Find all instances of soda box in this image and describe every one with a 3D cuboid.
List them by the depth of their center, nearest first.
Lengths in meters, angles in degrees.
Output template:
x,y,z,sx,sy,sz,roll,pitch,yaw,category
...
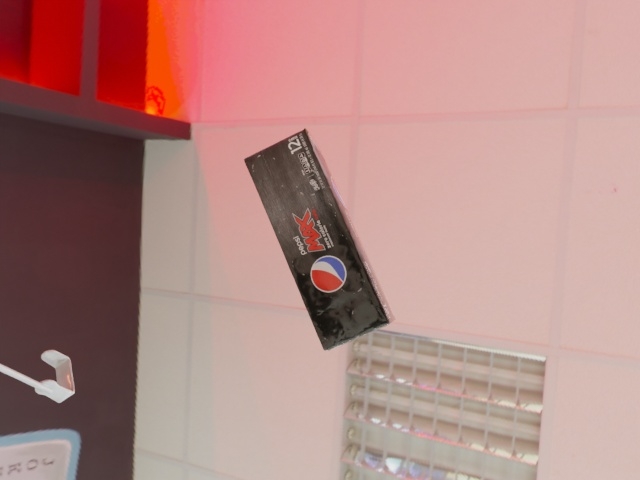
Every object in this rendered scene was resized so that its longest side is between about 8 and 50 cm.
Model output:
x,y,z,sx,sy,sz,roll,pitch,yaw,category
0.000,0.000,0.485,0.060,0.053,0.169,-25,-99,10,soda box

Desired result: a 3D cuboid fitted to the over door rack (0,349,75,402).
x,y,z,sx,sy,sz,roll,pitch,yaw,category
-0.415,0.171,0.541,0.239,0.324,0.108,-34,-120,3,over door rack
